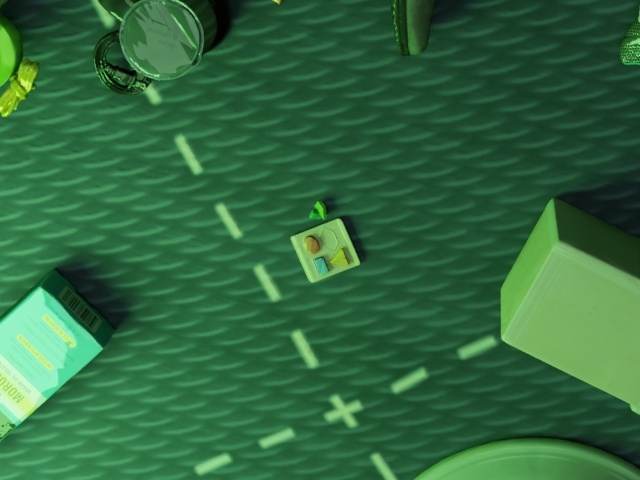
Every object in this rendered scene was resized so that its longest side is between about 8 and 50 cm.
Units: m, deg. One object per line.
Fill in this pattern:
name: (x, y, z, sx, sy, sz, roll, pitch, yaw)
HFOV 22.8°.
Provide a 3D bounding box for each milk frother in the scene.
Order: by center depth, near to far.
milk frother: (-0.172, -0.194, 1.595, 0.129, 0.135, 0.143, 18, 109, 3)

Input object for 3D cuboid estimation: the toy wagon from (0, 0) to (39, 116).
toy wagon: (-0.434, -0.256, 1.635, 0.344, 0.068, 0.267, 37, 109, -4)

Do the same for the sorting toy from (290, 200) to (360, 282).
sorting toy: (0.000, 0.000, 1.704, 0.062, 0.012, 0.083, -20, 105, 13)

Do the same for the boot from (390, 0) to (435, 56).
boot: (0.153, -0.295, 1.557, 0.161, 0.083, 0.246, 4, 110, -1)

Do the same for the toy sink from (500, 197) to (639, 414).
toy sink: (0.312, 0.080, 1.623, 0.234, 0.153, 0.131, 25, 109, -3)

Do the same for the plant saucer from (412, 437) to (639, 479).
plant saucer: (0.240, 0.420, 1.771, 0.400, 0.100, 0.400, 2, 109, 6)

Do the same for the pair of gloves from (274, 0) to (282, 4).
pair of gloves: (-0.053, -0.289, 1.616, 0.074, 0.010, 0.083, 30, 112, -5)

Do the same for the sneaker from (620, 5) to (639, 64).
sneaker: (0.372, -0.170, 1.589, 0.166, 0.065, 0.076, 36, 125, -2)

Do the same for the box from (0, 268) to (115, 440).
box: (-0.351, 0.149, 1.769, 0.244, 0.060, 0.100, -41, 99, 17)
